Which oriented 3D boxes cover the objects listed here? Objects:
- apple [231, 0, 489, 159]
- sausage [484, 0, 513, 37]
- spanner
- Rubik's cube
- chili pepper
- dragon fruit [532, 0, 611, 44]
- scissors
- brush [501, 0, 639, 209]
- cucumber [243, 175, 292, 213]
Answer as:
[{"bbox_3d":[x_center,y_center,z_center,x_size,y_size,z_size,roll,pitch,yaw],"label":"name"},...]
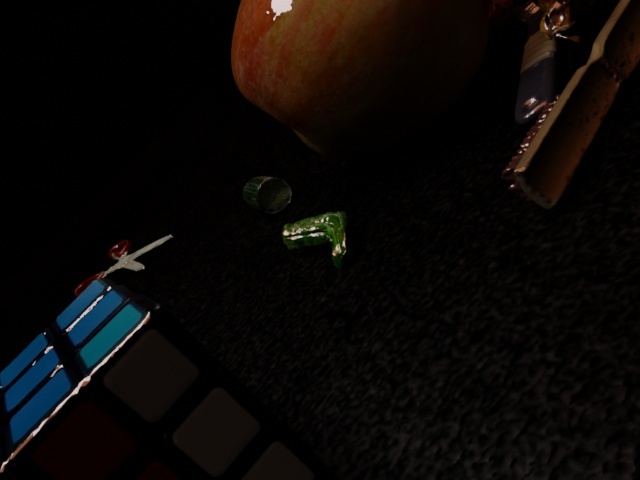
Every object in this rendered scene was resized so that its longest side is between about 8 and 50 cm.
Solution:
[{"bbox_3d":[0.034,-0.210,0.709,0.234,0.256,0.257,-52,21,3],"label":"apple"},{"bbox_3d":[0.188,-0.276,0.809,0.076,0.076,0.141,-38,11,9],"label":"sausage"},{"bbox_3d":[0.223,-0.203,0.691,0.087,0.024,0.316,-26,27,37],"label":"spanner"},{"bbox_3d":[-0.126,0.137,0.428,0.160,0.163,0.162,-48,21,-16],"label":"Rubik's cube"},{"bbox_3d":[0.007,-0.005,0.659,0.055,0.035,0.118,-58,34,-8],"label":"chili pepper"},{"bbox_3d":[0.230,-0.254,0.613,0.125,0.125,0.246,96,-166,-47],"label":"dragon fruit"},{"bbox_3d":[-0.345,0.038,1.189,0.247,0.017,0.144,-13,35,48],"label":"scissors"},{"bbox_3d":[0.206,-0.117,0.520,0.248,0.043,0.036,-53,17,-28],"label":"brush"},{"bbox_3d":[-0.075,-0.062,0.885,0.048,0.048,0.105,-46,20,-11],"label":"cucumber"}]
